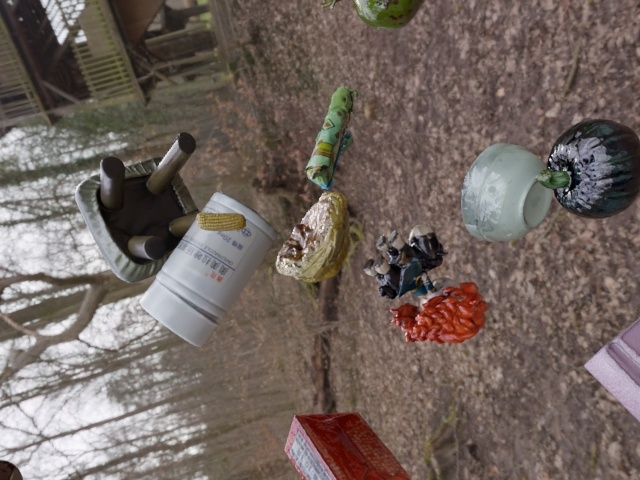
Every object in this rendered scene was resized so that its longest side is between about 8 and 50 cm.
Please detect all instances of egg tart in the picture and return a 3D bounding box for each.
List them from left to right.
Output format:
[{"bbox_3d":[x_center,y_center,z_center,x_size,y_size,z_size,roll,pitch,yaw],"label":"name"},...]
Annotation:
[{"bbox_3d":[0.000,0.000,1.690,0.153,0.339,0.351,35,163,-21],"label":"egg tart"}]

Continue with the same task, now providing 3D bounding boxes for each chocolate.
[{"bbox_3d":[0.058,0.518,1.218,0.235,0.108,0.237,16,-158,-46],"label":"chocolate"}]

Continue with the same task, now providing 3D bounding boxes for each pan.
[{"bbox_3d":[-0.282,0.234,0.450,0.115,0.023,0.068,-152,57,-79],"label":"pan"}]

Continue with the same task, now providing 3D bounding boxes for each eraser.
[{"bbox_3d":[0.855,0.343,1.219,0.359,0.272,0.122,51,162,28],"label":"eraser"}]

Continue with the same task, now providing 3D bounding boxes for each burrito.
[{"bbox_3d":[0.031,-0.206,1.077,0.104,0.054,0.288,71,-153,-49],"label":"burrito"}]

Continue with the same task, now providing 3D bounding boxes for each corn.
[{"bbox_3d":[-0.185,-0.035,0.980,0.037,0.092,0.037,178,90,-84],"label":"corn"}]

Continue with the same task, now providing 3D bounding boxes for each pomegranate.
[{"bbox_3d":[0.154,-0.672,1.410,0.231,0.286,0.231,47,150,37],"label":"pomegranate"}]

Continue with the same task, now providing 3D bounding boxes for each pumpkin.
[{"bbox_3d":[0.643,-0.169,1.290,0.248,0.248,0.248,161,90,-84],"label":"pumpkin"}]

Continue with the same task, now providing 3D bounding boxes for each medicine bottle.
[{"bbox_3d":[-0.266,0.069,1.257,0.190,0.332,0.190,31,169,7],"label":"medicine bottle"}]

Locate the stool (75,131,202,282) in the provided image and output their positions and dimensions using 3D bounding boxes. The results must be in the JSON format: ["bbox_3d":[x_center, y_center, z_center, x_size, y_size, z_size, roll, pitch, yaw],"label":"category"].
[{"bbox_3d":[-0.426,-0.083,1.375,0.226,0.310,0.310,-20,98,50],"label":"stool"}]

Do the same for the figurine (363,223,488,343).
[{"bbox_3d":[0.321,0.141,1.611,0.241,0.306,0.411,-34,85,48],"label":"figurine"}]

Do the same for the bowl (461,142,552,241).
[{"bbox_3d":[0.584,-0.134,1.586,0.163,0.307,0.307,23,137,47],"label":"bowl"}]
